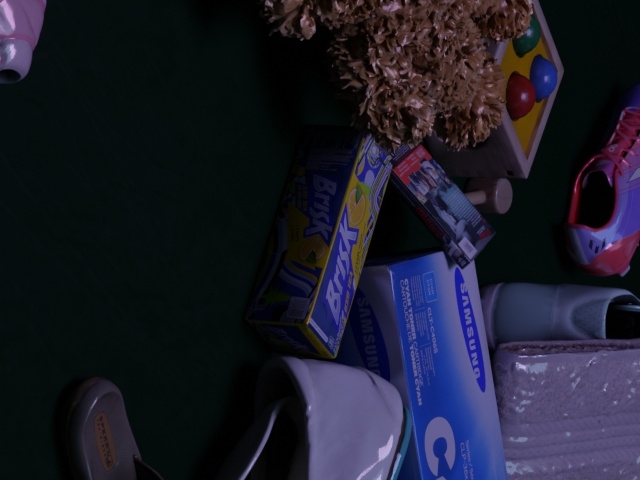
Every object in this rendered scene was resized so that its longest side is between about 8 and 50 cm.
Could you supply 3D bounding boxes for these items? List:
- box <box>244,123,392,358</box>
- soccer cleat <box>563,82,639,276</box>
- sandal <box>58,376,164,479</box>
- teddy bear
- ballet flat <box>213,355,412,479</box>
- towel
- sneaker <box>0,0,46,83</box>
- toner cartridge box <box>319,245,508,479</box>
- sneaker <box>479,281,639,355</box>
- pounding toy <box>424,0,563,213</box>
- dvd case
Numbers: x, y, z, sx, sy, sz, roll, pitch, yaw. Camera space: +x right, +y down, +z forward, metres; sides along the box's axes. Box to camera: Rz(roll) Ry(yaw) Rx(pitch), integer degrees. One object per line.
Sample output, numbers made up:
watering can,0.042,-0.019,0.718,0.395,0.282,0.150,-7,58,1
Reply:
box,0.000,0.000,1.480,0.059,0.054,0.169,53,48,-52
soccer cleat,0.308,-0.076,2.051,0.095,0.083,0.248,54,49,-45
sandal,-0.119,0.169,1.271,0.072,0.049,0.180,-48,134,-51
teddy bear,0.070,-0.186,1.451,0.245,0.113,0.338,-58,142,-18
ballet flat,-0.042,0.256,1.374,0.139,0.139,0.400,56,41,-50
towel,0.233,0.178,1.742,0.282,0.049,0.187,1,106,-43
sneaker,-0.193,-0.130,1.089,0.134,0.051,0.070,46,48,-60
toner cartridge box,0.083,0.184,1.578,0.165,0.075,0.347,-14,95,-63
sneaker,0.258,0.095,1.887,0.256,0.151,0.094,17,78,-62
pounding toy,0.149,-0.095,1.715,0.206,0.094,0.181,61,41,-45
dvd case,0.090,-0.036,1.607,0.119,0.013,0.087,48,25,-1
